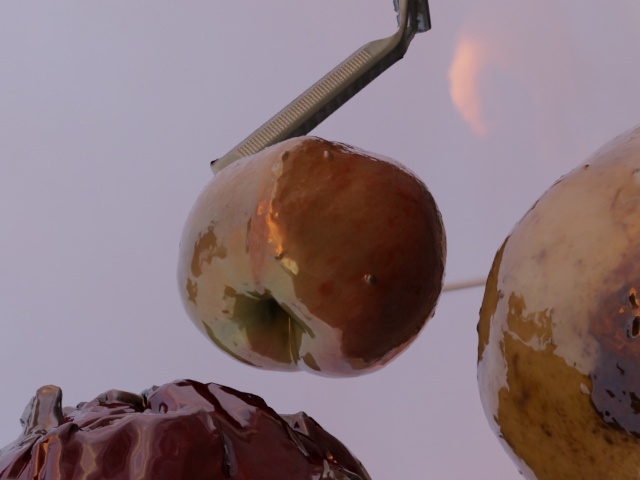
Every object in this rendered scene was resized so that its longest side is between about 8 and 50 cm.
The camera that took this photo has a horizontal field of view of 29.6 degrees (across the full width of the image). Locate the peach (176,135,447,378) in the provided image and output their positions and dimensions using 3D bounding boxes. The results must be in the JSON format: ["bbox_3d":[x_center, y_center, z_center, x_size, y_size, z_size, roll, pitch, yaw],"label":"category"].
[{"bbox_3d":[0.000,0.000,0.978,0.232,0.232,0.232,27,-122,-53],"label":"peach"}]

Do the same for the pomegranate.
[{"bbox_3d":[0.221,0.056,0.633,0.281,0.281,0.281,27,-122,-53],"label":"pomegranate"}]

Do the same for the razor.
[{"bbox_3d":[0.010,-0.143,1.126,0.278,0.056,0.111,-47,-26,-15],"label":"razor"}]

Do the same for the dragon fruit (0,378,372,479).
[{"bbox_3d":[-0.077,0.234,0.649,0.329,0.329,0.329,27,-122,-53],"label":"dragon fruit"}]
